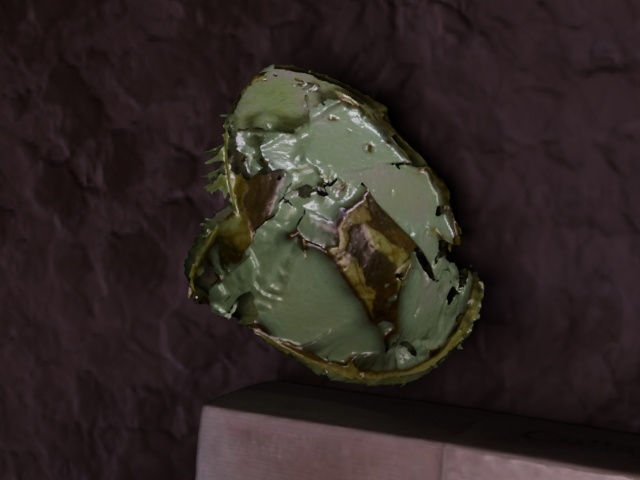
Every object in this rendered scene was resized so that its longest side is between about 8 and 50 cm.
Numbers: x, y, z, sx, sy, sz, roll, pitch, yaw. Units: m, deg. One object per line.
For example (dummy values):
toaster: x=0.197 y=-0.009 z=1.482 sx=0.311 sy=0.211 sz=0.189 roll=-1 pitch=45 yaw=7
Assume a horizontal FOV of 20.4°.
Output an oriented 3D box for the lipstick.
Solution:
lipstick: x=0.122 y=0.125 z=0.764 sx=0.371 sy=0.076 sz=0.080 roll=7 pitch=99 yaw=26

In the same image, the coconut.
coconut: x=0.003 y=-0.002 z=0.823 sx=0.133 sy=0.055 sz=0.158 roll=-26 pitch=81 yaw=27
